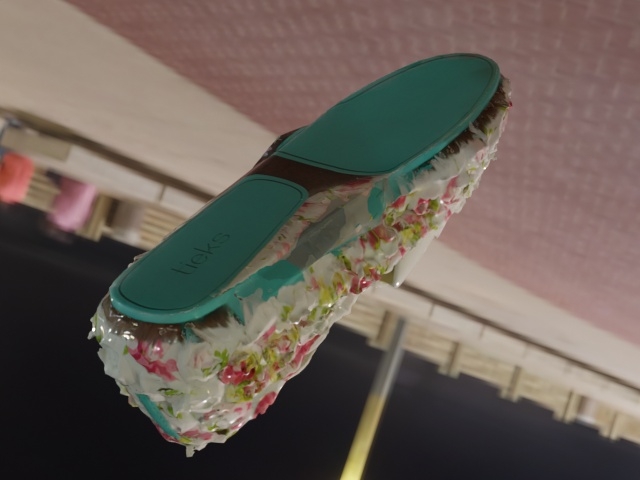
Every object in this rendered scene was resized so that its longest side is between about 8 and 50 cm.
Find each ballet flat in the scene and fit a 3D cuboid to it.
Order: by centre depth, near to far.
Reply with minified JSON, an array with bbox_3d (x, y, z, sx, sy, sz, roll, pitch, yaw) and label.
[{"bbox_3d":[0.000,0.000,0.527,0.091,0.241,0.077,19,132,37],"label":"ballet flat"}]
